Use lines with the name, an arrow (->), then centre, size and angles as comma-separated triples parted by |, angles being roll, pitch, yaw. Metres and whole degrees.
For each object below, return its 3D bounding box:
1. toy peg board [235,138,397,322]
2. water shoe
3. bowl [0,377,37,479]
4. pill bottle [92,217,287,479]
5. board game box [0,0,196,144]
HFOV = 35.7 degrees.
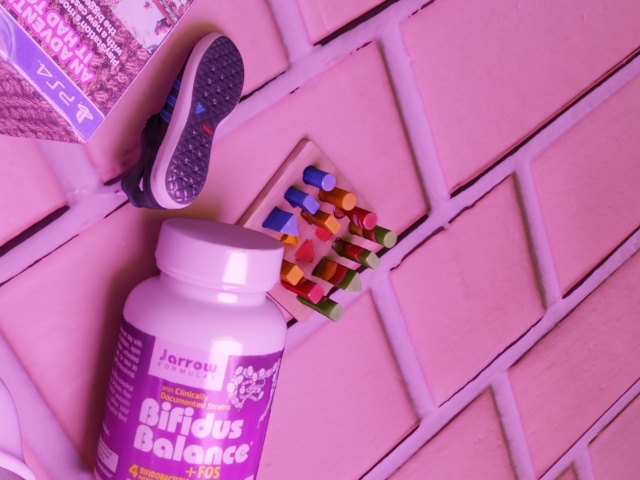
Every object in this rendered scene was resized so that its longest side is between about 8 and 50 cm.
toy peg board -> 0.000, 0.000, 1.132 | 0.161, 0.079, 0.160 | -54, 131, -12
water shoe -> -0.140, -0.123, 0.981 | 0.073, 0.080, 0.203 | 48, 49, -43
bowl -> -0.371, 0.130, 0.786 | 0.298, 0.298, 0.134 | 24, 53, -42
pill bottle -> -0.128, 0.136, 1.016 | 0.169, 0.169, 0.301 | 3, 104, -40
board game box -> -0.214, -0.262, 0.787 | 0.291, 0.141, 0.232 | -58, 132, -21
